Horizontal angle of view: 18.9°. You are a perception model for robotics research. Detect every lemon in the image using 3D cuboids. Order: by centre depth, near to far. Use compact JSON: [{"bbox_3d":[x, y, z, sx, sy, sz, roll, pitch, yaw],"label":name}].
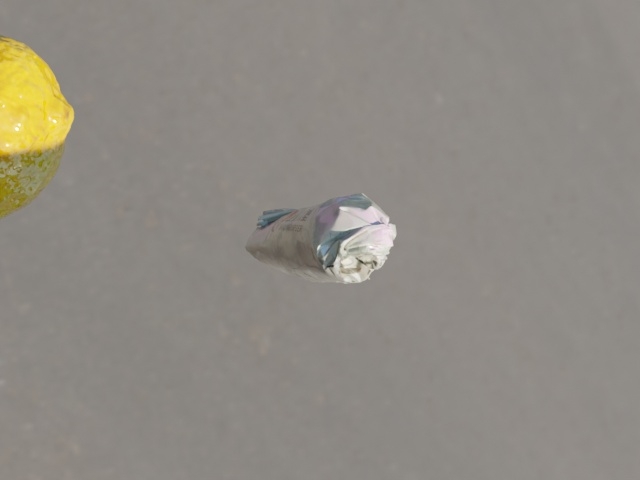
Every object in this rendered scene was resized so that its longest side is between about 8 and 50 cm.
[{"bbox_3d":[-0.263,-0.076,1.348,0.142,0.187,0.142,-7,90,-87],"label":"lemon"}]

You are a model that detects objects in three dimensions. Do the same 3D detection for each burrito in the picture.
[{"bbox_3d":[0.001,0.001,1.316,0.203,0.064,0.064,177,-103,-73],"label":"burrito"}]
